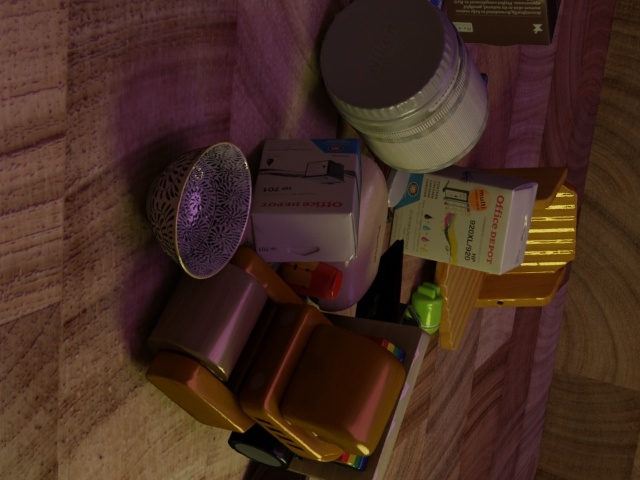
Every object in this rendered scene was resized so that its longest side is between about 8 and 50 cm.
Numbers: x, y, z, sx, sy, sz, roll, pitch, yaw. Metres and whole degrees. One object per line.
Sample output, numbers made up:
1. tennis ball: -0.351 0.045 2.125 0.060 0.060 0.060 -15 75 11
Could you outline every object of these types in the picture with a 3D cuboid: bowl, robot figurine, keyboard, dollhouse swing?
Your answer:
1. bowl: -0.161 -0.045 1.282 0.170 0.080 0.170 -42 139 -51
2. robot figurine: 0.224 0.149 2.210 0.101 0.067 0.115 -29 128 -57
3. keyboard: 0.081 0.143 1.796 0.201 0.033 0.317 -47 -164 30
4. dollhouse swing: 0.426 0.063 2.359 0.305 0.315 0.347 -81 165 -46

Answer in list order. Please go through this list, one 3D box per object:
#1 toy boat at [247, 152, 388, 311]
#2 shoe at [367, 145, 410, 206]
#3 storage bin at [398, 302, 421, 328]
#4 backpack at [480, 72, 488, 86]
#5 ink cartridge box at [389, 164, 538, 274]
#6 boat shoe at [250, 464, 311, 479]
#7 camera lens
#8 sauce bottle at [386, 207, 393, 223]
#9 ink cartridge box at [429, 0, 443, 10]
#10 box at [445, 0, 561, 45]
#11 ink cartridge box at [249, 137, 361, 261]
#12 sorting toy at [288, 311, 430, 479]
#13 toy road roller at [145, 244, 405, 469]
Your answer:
1. toy boat: 0.000 0.000 1.604 0.318 0.148 0.268 -44 145 -61
2. shoe: 0.115 -0.141 1.815 0.063 0.081 0.178 56 49 -58
3. storage bin: 0.115 0.210 1.993 0.180 0.084 0.122 -68 154 -20
4. backpack: 0.245 -0.276 1.966 0.158 0.116 0.173 -59 156 -33
5. ink cartridge box: 0.280 -0.048 2.031 0.168 0.232 0.171 -17 117 -62
6. boat shoe: -0.053 0.377 1.716 0.095 0.095 0.257 87 26 -75
7. camera lens: 0.138 -0.244 1.648 0.274 0.219 0.219 38 68 -63
8. sauce bottle: 0.107 -0.076 1.881 0.042 0.042 0.128 -65 155 -23
9. ink cartridge box: 0.168 -0.370 1.855 0.097 0.046 0.207 18 86 -66
10. box: 0.370 -0.548 1.973 0.143 0.191 0.381 67 34 -52
11. ink cartridge box: -0.016 -0.059 1.433 0.191 0.139 0.082 -84 172 -55
12. sorting toy: 0.006 0.229 1.599 0.089 0.255 0.257 36 68 -43
13. toy road roller: -0.042 0.166 1.374 0.329 0.240 0.203 47 57 -39
